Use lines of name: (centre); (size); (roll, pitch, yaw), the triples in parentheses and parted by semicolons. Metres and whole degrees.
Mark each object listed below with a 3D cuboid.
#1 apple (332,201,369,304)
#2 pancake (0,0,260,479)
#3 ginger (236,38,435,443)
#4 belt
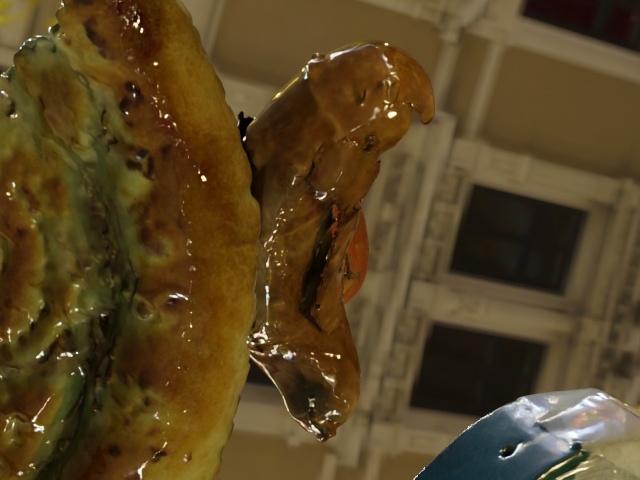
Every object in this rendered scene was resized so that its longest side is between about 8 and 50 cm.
apple: (-0.052, -0.008, 1.484); (0.181, 0.181, 0.168); (-22, -91, 52)
pancake: (-0.129, 0.038, 0.757); (0.054, 0.197, 0.376); (-68, 171, -66)
ginger: (-0.013, -0.005, 1.210); (0.107, 0.133, 0.309); (-84, -174, -49)
belt: (0.218, 0.362, 1.879); (0.436, 0.300, 0.173); (-54, -146, -6)
